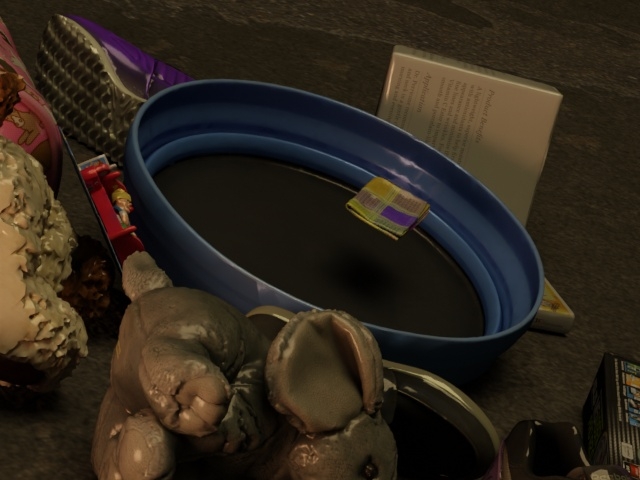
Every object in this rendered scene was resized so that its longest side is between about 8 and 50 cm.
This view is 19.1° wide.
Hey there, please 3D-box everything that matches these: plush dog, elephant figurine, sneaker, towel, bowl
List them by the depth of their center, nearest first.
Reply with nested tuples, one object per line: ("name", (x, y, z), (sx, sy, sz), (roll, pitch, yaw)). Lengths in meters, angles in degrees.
("sneaker", (0.173, 0.215, 1.237), (0.107, 0.124, 0.283), (8, 22, -26))
("elephant figurine", (-0.022, 0.129, 1.270), (0.239, 0.186, 0.169), (13, 3, -18))
("sneaker", (0.017, 0.141, 1.403), (0.222, 0.083, 0.118), (24, 35, 8))
("plush dog", (-0.267, -0.015, 1.432), (0.262, 0.210, 0.225), (21, -7, 2))
("towel", (0.059, -0.030, 1.666), (0.060, 0.009, 0.083), (31, 28, 10))
("bowl", (0.007, -0.006, 1.677), (0.391, 0.077, 0.391), (19, 29, -11))
("sneaker", (-0.166, -0.133, 1.934), (0.293, 0.102, 0.146), (40, 28, 31))

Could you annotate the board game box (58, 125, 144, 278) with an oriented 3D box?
("board game box", (-0.164, -0.020, 1.530), (0.033, 0.168, 0.133), (-23, -2, -7))

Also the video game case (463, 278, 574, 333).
("video game case", (0.120, 0.019, 1.874), (0.206, 0.026, 0.227), (11, 20, -18))

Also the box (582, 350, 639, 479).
("box", (0.322, 0.193, 1.524), (0.216, 0.060, 0.270), (18, 20, 2))

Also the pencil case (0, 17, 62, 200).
("pencil case", (-0.336, -0.134, 1.693), (0.167, 0.160, 0.386), (-1, 26, -20))

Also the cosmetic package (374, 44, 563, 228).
("cosmetic package", (0.146, -0.111, 2.015), (0.184, 0.151, 0.151), (16, 9, 0))
